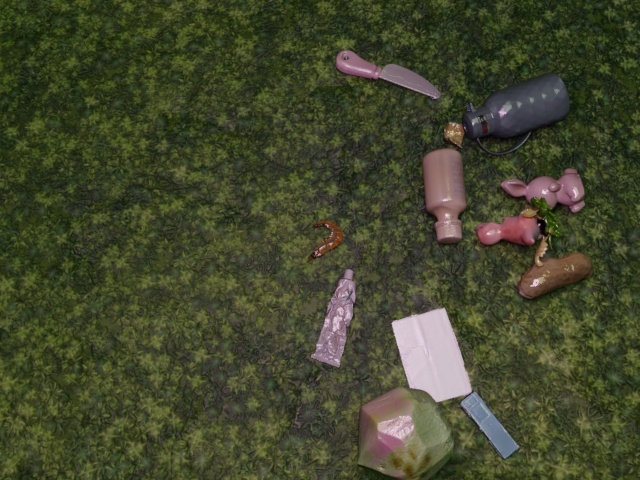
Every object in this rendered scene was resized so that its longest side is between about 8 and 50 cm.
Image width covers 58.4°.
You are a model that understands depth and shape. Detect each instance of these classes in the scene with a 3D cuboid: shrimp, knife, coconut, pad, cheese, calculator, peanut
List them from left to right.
[{"bbox_3d":[0.000,0.000,1.585,0.091,0.025,0.127,41,73,13],"label":"shrimp"},{"bbox_3d":[0.209,-0.505,1.743,0.335,0.043,0.081,19,67,1],"label":"knife"},{"bbox_3d":[0.184,0.462,1.345,0.235,0.236,0.204,-33,40,-9],"label":"coconut"},{"bbox_3d":[0.289,0.301,1.494,0.156,0.004,0.232,-14,73,-2],"label":"pad"},{"bbox_3d":[0.388,-0.300,1.663,0.060,0.041,0.084,14,58,-2],"label":"cheese"},{"bbox_3d":[0.420,0.461,1.432,0.057,0.018,0.172,-37,75,-8],"label":"calculator"},{"bbox_3d":[0.619,0.090,1.508,0.213,0.099,0.100,-14,73,-3],"label":"peanut"}]

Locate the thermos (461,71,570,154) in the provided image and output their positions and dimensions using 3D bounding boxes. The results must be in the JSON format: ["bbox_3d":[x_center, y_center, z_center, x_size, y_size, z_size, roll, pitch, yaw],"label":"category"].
[{"bbox_3d":[0.550,-0.353,1.633,0.286,0.145,0.182,-21,107,-3],"label":"thermos"}]

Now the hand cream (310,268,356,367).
[{"bbox_3d":[0.048,0.199,1.512,0.083,0.050,0.257,17,77,4],"label":"hand cream"}]

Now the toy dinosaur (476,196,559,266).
[{"bbox_3d":[0.516,-0.036,1.502,0.176,0.152,0.194,-27,36,-5],"label":"toy dinosaur"}]

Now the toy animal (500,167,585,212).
[{"bbox_3d":[0.609,-0.126,1.576,0.212,0.124,0.125,-5,71,22],"label":"toy animal"}]

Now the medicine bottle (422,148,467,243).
[{"bbox_3d":[0.343,-0.118,1.568,0.114,0.114,0.253,-2,72,1],"label":"medicine bottle"}]
